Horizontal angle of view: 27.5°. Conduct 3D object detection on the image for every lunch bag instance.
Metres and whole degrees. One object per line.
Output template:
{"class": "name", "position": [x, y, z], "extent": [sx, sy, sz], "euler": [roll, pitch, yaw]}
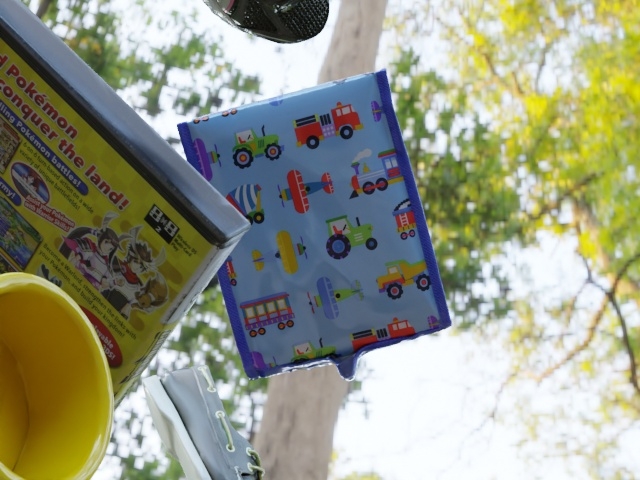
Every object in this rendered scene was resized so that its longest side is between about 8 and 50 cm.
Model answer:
{"class": "lunch bag", "position": [0.000, 0.000, 1.354], "extent": [0.221, 0.293, 0.138], "euler": [-14, -9, 4]}

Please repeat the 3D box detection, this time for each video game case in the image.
{"class": "video game case", "position": [-0.206, -0.015, 0.836], "extent": [0.275, 0.035, 0.248], "euler": [44, -58, 10]}

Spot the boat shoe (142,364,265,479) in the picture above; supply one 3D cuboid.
{"class": "boat shoe", "position": [-0.122, 0.266, 1.588], "extent": [0.091, 0.305, 0.109], "euler": [-20, -43, -18]}

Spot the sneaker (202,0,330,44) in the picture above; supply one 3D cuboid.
{"class": "sneaker", "position": [-0.034, -0.162, 0.725], "extent": [0.072, 0.077, 0.178], "euler": [-53, -35, -5]}

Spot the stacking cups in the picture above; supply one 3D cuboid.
{"class": "stacking cups", "position": [-0.247, 0.092, 0.599], "extent": [0.316, 0.096, 0.096], "euler": [-14, -50, 27]}
